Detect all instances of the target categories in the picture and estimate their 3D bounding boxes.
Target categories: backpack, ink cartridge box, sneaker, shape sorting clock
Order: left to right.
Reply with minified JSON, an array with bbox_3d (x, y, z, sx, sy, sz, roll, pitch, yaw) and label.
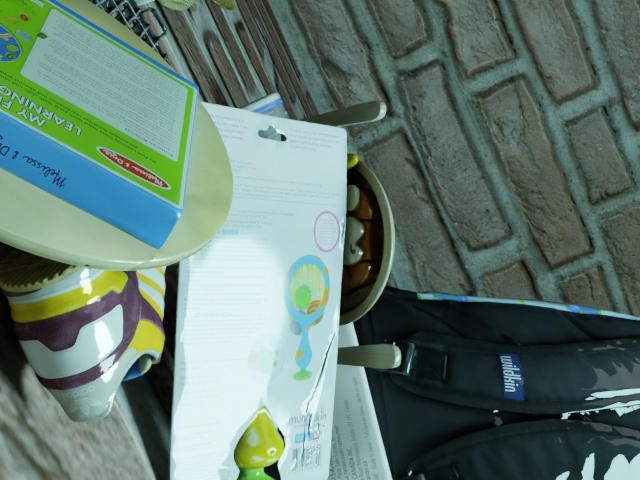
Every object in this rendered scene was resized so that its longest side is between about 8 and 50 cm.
[{"bbox_3d":[-0.131,-0.066,0.439,0.206,0.040,0.206,32,27,-19],"label":"shape sorting clock"},{"bbox_3d":[-0.114,0.028,0.492,0.185,0.070,0.083,-70,148,-73],"label":"sneaker"},{"bbox_3d":[0.008,0.202,0.789,0.296,0.066,0.261,-103,-171,-54],"label":"ink cartridge box"},{"bbox_3d":[0.211,0.188,0.859,0.273,0.356,0.290,95,-13,-63],"label":"backpack"}]

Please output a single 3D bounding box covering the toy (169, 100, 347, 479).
[{"bbox_3d":[-0.049,0.041,0.587,0.137,0.056,0.237,3,86,-48],"label":"toy"}]

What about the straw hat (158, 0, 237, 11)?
[{"bbox_3d":[-0.170,-0.308,1.094,0.144,0.061,0.144,46,18,-20],"label":"straw hat"}]

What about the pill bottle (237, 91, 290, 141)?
[{"bbox_3d":[-0.062,-0.116,1.205,0.078,0.078,0.137,-79,145,-77],"label":"pill bottle"}]

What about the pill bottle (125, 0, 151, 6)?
[{"bbox_3d":[-0.185,-0.313,0.785,0.117,0.117,0.215,-100,165,-60],"label":"pill bottle"}]

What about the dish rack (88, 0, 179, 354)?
[{"bbox_3d":[-0.115,-0.054,0.689,0.271,0.074,0.208,62,7,-21],"label":"dish rack"}]

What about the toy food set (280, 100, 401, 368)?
[{"bbox_3d":[0.000,0.000,0.659,0.039,0.132,0.192,0,84,-39],"label":"toy food set"}]
